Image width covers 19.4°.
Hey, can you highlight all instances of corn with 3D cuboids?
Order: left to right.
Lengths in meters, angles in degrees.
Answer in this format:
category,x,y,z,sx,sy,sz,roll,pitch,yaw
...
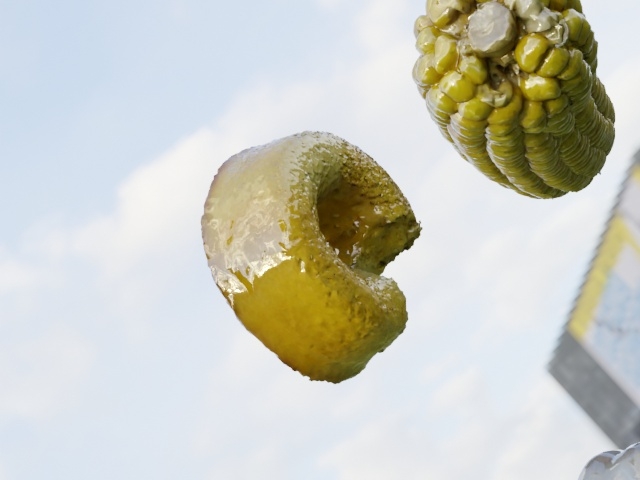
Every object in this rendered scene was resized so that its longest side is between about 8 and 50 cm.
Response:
category,x,y,z,sx,sy,sz,roll,pitch,yaw
corn,0.119,-0.077,1.079,0.102,0.102,0.313,-43,-18,3

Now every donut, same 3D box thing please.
category,x,y,z,sx,sy,sz,roll,pitch,yaw
donut,0.000,0.000,0.761,0.097,0.108,0.043,32,-49,-29

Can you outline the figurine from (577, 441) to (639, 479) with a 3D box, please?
category,x,y,z,sx,sy,sz,roll,pitch,yaw
figurine,0.273,0.108,0.690,0.386,0.166,0.207,-4,-52,-23
